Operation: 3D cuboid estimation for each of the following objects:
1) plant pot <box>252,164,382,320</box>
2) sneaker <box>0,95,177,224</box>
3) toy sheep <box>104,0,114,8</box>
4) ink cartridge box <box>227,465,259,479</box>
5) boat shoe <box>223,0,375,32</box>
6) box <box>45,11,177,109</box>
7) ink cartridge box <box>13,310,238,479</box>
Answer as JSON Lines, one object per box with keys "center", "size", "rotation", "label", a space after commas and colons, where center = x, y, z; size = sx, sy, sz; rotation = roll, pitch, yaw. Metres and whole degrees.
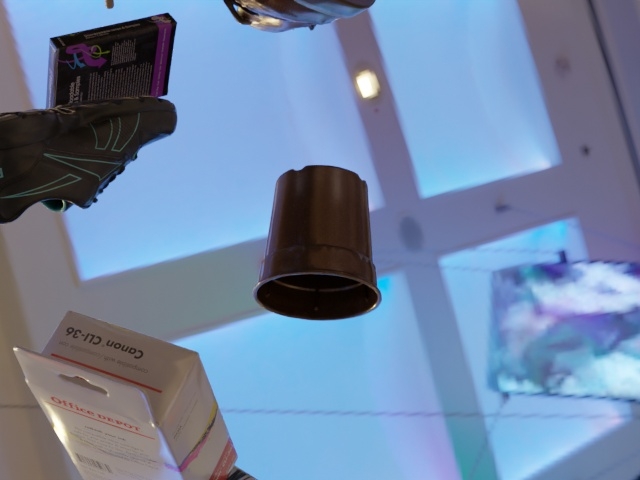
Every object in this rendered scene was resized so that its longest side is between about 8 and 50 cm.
{"center": [0.000, 0.000, 1.694], "size": [0.167, 0.167, 0.165], "rotation": [26, -123, -41], "label": "plant pot"}
{"center": [-0.247, -0.087, 1.302], "size": [0.267, 0.101, 0.106], "rotation": [-18, -76, -49], "label": "sneaker"}
{"center": [-0.248, -0.310, 1.415], "size": [0.091, 0.132, 0.091], "rotation": [-50, -26, -35], "label": "toy sheep"}
{"center": [-0.076, 0.279, 1.162], "size": [0.087, 0.208, 0.153], "rotation": [-40, -56, -24], "label": "ink cartridge box"}
{"center": [-0.024, -0.186, 0.895], "size": [0.111, 0.104, 0.307], "rotation": [62, -159, -2], "label": "boat shoe"}
{"center": [-0.258, -0.213, 1.591], "size": [0.162, 0.116, 0.029], "rotation": [-19, -127, -31], "label": "box"}
{"center": [-0.140, 0.123, 0.958], "size": [0.198, 0.115, 0.067], "rotation": [79, -148, -53], "label": "ink cartridge box"}
